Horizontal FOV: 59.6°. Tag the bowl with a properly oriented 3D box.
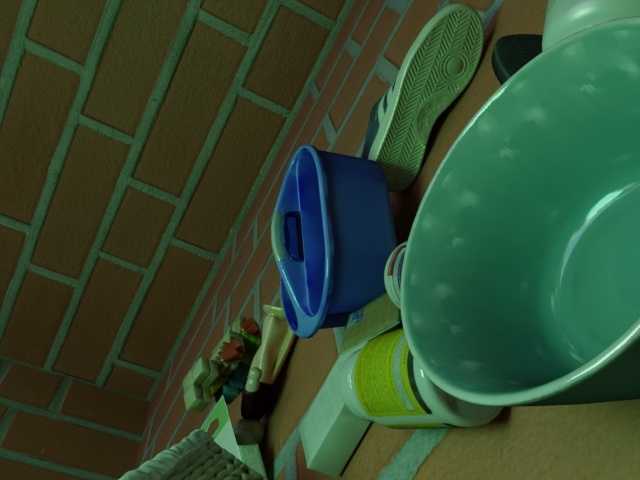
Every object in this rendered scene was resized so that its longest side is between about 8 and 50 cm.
[{"bbox_3d":[0.221,0.001,0.456,0.311,0.163,0.311,-53,23,35],"label":"bowl"}]

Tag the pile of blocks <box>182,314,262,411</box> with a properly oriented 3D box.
[{"bbox_3d":[-0.196,0.287,1.347,0.112,0.149,0.362,-51,0,22],"label":"pile of blocks"}]

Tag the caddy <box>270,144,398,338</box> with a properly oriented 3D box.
[{"bbox_3d":[0.000,0.000,0.975,0.241,0.179,0.341,131,138,-57],"label":"caddy"}]

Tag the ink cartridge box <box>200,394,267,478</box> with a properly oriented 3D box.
[{"bbox_3d":[-0.185,0.466,1.152,0.171,0.056,0.235,-57,39,31],"label":"ink cartridge box"}]

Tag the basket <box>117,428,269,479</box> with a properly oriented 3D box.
[{"bbox_3d":[-0.185,0.480,0.698,0.328,0.266,0.331,-65,-14,5],"label":"basket"}]

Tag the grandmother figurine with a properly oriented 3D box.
[{"bbox_3d":[-0.134,0.322,1.255,0.208,0.104,0.342,63,-141,-68],"label":"grandmother figurine"}]

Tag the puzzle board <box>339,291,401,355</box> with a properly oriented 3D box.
[{"bbox_3d":[0.076,0.112,0.798,0.096,0.011,0.128,-34,8,18],"label":"puzzle board"}]

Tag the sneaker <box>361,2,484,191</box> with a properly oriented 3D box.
[{"bbox_3d":[0.168,-0.270,1.040,0.350,0.131,0.148,-62,22,17],"label":"sneaker"}]

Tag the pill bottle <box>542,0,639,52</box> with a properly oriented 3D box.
[{"bbox_3d":[0.303,-0.231,0.579,0.131,0.131,0.229,-32,38,62],"label":"pill bottle"}]

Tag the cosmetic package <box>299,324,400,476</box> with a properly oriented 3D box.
[{"bbox_3d":[0.050,0.233,0.861,0.239,0.060,0.099,-62,19,13],"label":"cosmetic package"}]

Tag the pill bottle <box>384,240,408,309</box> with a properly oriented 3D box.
[{"bbox_3d":[0.166,0.042,0.677,0.193,0.108,0.108,-15,54,70],"label":"pill bottle"}]

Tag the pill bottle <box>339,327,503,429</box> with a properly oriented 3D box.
[{"bbox_3d":[0.111,0.162,0.665,0.208,0.119,0.119,-36,35,59],"label":"pill bottle"}]

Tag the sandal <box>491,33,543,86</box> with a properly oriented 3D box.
[{"bbox_3d":[0.269,-0.188,0.711,0.054,0.097,0.254,92,-174,-49],"label":"sandal"}]
